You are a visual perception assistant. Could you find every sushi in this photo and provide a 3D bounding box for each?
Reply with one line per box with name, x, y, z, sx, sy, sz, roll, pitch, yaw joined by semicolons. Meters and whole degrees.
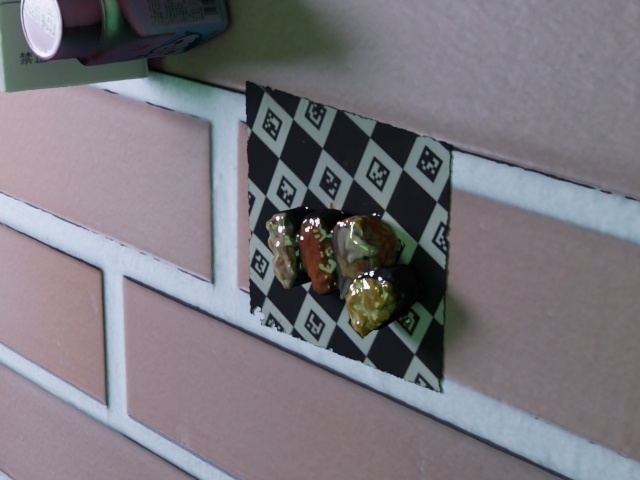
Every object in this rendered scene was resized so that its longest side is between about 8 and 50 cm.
sushi;0.000;0.000;1.317;0.290;0.050;0.264;20;116;45

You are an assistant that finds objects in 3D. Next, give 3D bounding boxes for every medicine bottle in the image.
medicine bottle;-0.202;-0.232;1.370;0.119;0.188;0.094;-13;91;50

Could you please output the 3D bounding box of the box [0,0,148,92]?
box;-0.280;-0.296;1.455;0.071;0.168;0.259;-153;57;-67
